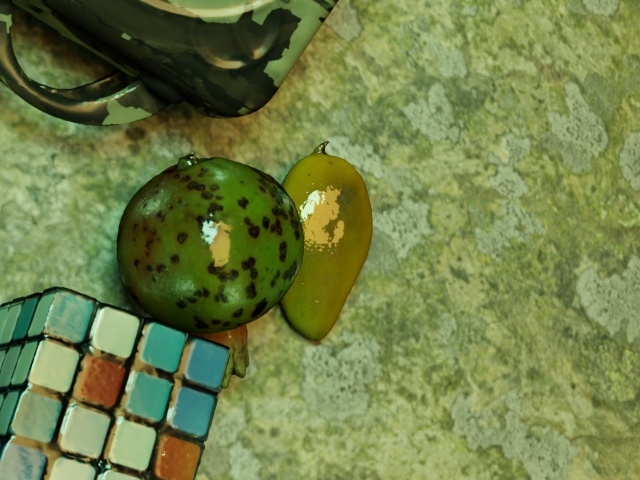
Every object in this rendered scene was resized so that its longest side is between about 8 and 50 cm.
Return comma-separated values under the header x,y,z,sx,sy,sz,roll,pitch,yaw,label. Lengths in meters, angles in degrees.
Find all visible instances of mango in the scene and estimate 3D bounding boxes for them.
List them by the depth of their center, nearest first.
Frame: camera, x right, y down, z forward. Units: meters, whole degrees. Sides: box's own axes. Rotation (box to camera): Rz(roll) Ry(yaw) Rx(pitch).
x,y,z,sx,sy,sz,roll,pitch,yaw,label
0.000,0.000,1.103,0.101,0.066,0.187,11,85,-30,mango

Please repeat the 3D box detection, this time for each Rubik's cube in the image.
x,y,z,sx,sy,sz,roll,pitch,yaw,label
-0.183,0.136,0.904,0.151,0.155,0.154,24,69,-28,Rubik's cube

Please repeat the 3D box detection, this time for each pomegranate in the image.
x,y,z,sx,sy,sz,roll,pitch,yaw,label
-0.092,0.025,0.993,0.159,0.159,0.205,-21,119,-33,pomegranate

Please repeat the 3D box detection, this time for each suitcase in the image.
x,y,z,sx,sy,sz,roll,pitch,yaw,label
-0.153,-0.259,0.959,0.351,0.194,0.339,30,96,-27,suitcase
